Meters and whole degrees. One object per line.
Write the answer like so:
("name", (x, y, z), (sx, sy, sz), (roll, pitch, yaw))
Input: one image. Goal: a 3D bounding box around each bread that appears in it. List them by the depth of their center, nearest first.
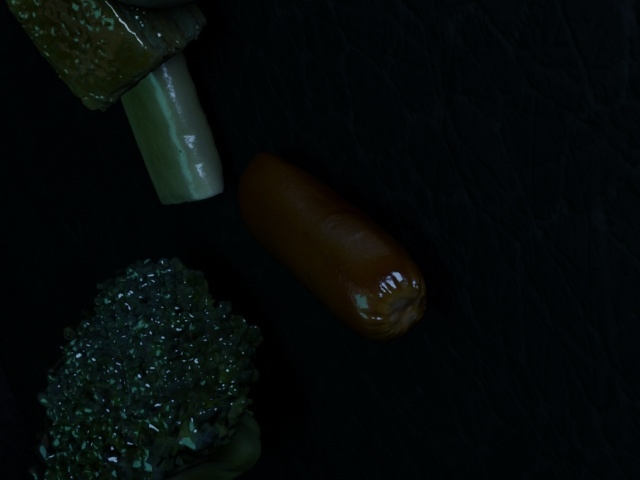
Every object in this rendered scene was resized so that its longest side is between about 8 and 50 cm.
("bread", (-0.225, -0.240, 1.505), (0.138, 0.102, 0.196), (-24, 108, 43))
("bread", (-0.163, -0.128, 1.655), (0.139, 0.060, 0.178), (3, 113, 63))

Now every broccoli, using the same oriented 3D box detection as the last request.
("broccoli", (-0.211, 0.195, 1.782), (0.334, 0.324, 0.272), (-125, 12, -53))

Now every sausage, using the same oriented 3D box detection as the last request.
("sausage", (0.000, 0.000, 1.383), (0.300, 0.083, 0.089), (37, 156, 52))

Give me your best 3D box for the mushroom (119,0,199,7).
("mushroom", (-0.158, -0.314, 1.347), (0.226, 0.178, 0.226), (27, 158, 12))
